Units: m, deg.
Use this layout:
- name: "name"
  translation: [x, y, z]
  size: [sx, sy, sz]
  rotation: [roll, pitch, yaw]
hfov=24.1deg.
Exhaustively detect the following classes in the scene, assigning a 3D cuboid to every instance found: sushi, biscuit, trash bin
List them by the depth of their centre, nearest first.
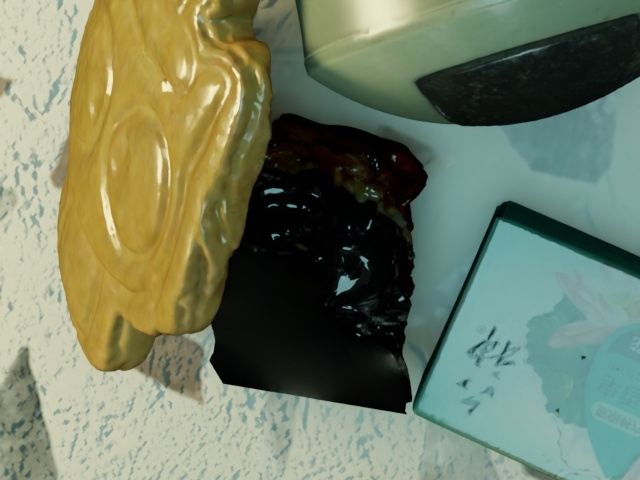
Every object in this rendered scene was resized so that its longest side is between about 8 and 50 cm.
- name: "trash bin"
  translation: [0.083, -0.283, 0.897]
  size: [0.280, 0.280, 0.432]
  rotation: [-16, 93, 12]
- name: "biscuit"
  translation: [-0.110, -0.073, 0.971]
  size: [0.051, 0.269, 0.376]
  rotation: [1, 131, -28]
- name: "sushi"
  translation: [0.000, 0.000, 1.016]
  size: [0.153, 0.150, 0.172]
  rotation: [7, 145, 25]

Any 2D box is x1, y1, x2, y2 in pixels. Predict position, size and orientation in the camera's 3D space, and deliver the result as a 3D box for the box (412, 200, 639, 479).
- name: "box"
  translation: [0.203, 0.092, 1.026]
  size: [0.245, 0.092, 0.153]
  rotation: [23, 102, 5]
